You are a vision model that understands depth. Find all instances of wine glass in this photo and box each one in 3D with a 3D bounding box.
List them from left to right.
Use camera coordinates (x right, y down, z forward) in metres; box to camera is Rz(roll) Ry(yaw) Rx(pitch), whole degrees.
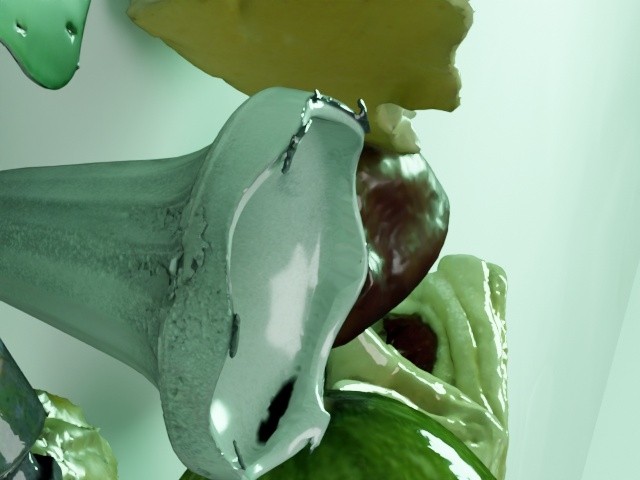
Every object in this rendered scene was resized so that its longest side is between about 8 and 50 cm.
[{"bbox_3d":[-0.090,0.006,0.667,0.165,0.196,0.165,10,90,-70],"label":"wine glass"}]

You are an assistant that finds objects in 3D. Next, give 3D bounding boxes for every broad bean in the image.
[{"bbox_3d":[0.003,0.001,1.027,0.156,0.122,0.228,-41,174,27],"label":"broad bean"}]

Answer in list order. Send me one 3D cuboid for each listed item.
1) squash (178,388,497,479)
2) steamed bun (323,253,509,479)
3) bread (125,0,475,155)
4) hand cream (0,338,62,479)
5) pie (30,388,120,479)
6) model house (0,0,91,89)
[{"bbox_3d":[0.031,0.227,0.918,0.310,0.310,0.308,-29,122,-67],"label":"squash"},{"bbox_3d":[0.061,0.190,1.295,0.247,0.189,0.428,126,-27,-71],"label":"steamed bun"},{"bbox_3d":[0.043,-0.174,0.900,0.224,0.211,0.183,36,45,-45],"label":"bread"},{"bbox_3d":[-0.171,0.000,0.557,0.256,0.055,0.088,61,36,-24],"label":"hand cream"},{"bbox_3d":[-0.164,0.196,0.716,0.308,0.085,0.308,18,90,-71],"label":"pie"},{"bbox_3d":[-0.136,-0.152,0.614,0.117,0.088,0.167,43,58,-69],"label":"model house"}]
